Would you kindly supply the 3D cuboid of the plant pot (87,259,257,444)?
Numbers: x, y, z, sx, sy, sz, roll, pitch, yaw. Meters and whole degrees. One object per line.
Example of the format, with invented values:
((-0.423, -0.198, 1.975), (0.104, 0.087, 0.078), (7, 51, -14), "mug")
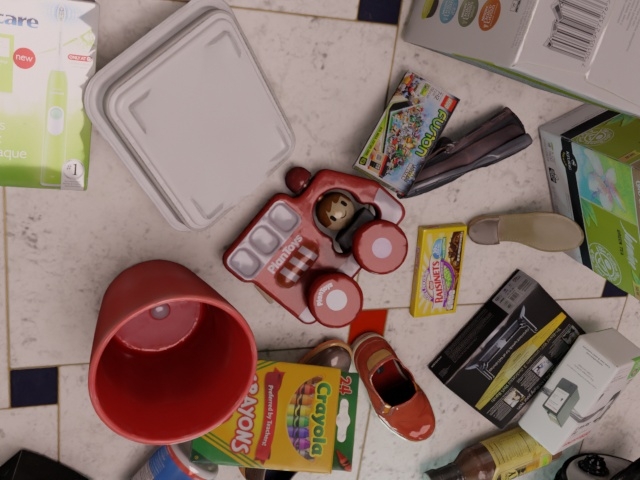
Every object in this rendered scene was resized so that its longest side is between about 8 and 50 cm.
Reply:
((-0.267, 0.167, 1.238), (0.275, 0.243, 0.274), (-8, 114, -18), "plant pot")

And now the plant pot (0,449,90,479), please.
((-0.546, 0.503, 1.316), (0.187, 0.188, 0.167), (-40, 109, -2), "plant pot")

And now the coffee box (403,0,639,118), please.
((0.400, -0.428, 1.196), (0.338, 0.334, 0.337), (10, 107, -27), "coffee box")

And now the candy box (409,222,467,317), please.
((0.250, 0.065, 1.527), (0.105, 0.027, 0.205), (-4, 113, -17), "candy box")

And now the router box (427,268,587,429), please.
((0.435, 0.255, 1.651), (0.309, 0.081, 0.243), (-47, 121, 2), "router box")

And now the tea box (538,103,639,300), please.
((0.645, -0.091, 1.447), (0.220, 0.323, 0.329), (-27, 119, -9), "tea box")

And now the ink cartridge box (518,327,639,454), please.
((0.615, 0.350, 1.685), (0.198, 0.115, 0.272), (-2, 126, -47), "ink cartridge box")

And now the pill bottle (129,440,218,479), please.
((-0.318, 0.501, 1.431), (0.124, 0.124, 0.221), (39, 94, -30), "pill bottle")

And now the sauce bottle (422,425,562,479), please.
((0.417, 0.540, 1.753), (0.345, 0.111, 0.111), (-16, 117, -13), "sauce bottle")

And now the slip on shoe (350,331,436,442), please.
((0.170, 0.341, 1.572), (0.123, 0.101, 0.331), (-34, 122, -7), "slip on shoe")

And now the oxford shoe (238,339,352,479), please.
((-0.031, 0.376, 1.484), (0.130, 0.133, 0.363), (27, 97, -28), "oxford shoe")

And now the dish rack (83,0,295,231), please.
((-0.181, -0.186, 1.156), (0.285, 0.072, 0.332), (-44, 135, -16), "dish rack")

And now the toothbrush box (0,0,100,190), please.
((-0.447, -0.228, 1.067), (0.206, 0.122, 0.283), (3, 109, -24), "toothbrush box")

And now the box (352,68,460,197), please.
((0.157, -0.196, 1.317), (0.114, 0.036, 0.207), (29, 83, -3), "box")

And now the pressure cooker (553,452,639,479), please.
((0.744, 0.748, 1.827), (0.376, 0.370, 0.420), (11, 108, 0), "pressure cooker")

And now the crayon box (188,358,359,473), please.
((-0.080, 0.334, 1.381), (0.319, 0.081, 0.202), (6, 78, -7), "crayon box")

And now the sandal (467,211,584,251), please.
((0.432, -0.031, 1.537), (0.240, 0.079, 0.088), (2, 110, 2), "sandal")

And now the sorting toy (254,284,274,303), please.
((-0.097, 0.080, 1.402), (0.062, 0.012, 0.083), (-39, 121, -2), "sorting toy")

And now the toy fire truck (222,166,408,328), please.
((0.000, 0.000, 1.331), (0.254, 0.169, 0.302), (40, 90, -12), "toy fire truck")

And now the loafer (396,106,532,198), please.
((0.267, -0.171, 1.404), (0.303, 0.109, 0.095), (-23, 85, -14), "loafer")
